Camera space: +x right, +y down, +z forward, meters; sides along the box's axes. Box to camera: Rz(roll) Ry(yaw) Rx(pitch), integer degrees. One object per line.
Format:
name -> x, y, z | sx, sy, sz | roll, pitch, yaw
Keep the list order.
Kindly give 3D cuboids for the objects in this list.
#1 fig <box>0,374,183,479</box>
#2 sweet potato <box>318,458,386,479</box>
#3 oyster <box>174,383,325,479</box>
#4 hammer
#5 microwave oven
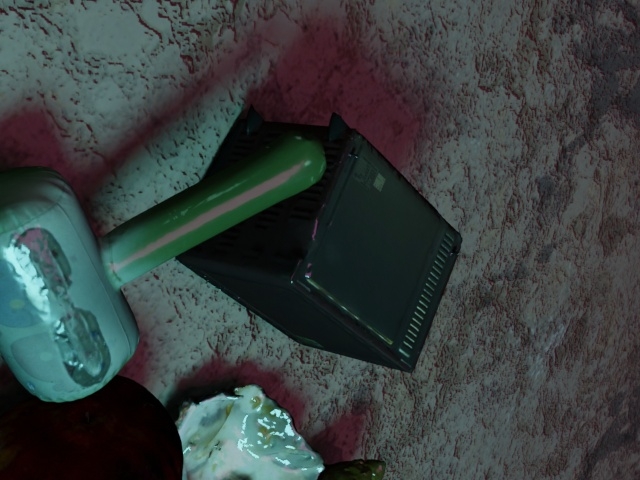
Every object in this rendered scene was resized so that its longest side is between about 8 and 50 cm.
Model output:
fig -> -0.218, 0.253, 1.025 | 0.204, 0.186, 0.250 | -44, 144, -52
sweet potato -> -0.080, 0.398, 1.282 | 0.422, 0.130, 0.131 | -38, 132, -23
oyster -> -0.104, 0.263, 1.206 | 0.223, 0.083, 0.214 | 48, 65, -24
hammer -> -0.143, -0.012, 0.978 | 0.335, 0.119, 0.207 | -29, 126, -16
microwave oven -> 0.000, 0.002, 1.155 | 0.247, 0.188, 0.178 | 40, 70, -44
